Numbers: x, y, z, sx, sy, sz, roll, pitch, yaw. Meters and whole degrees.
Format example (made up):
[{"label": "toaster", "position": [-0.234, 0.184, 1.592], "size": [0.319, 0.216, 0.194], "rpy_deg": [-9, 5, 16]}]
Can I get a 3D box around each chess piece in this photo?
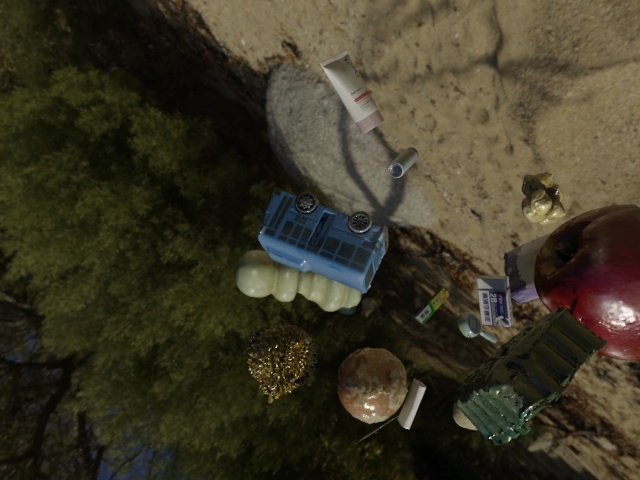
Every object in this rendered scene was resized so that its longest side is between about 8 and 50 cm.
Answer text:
[{"label": "chess piece", "position": [-0.066, 0.102, 1.267], "size": [0.330, 0.182, 0.182], "rpy_deg": [7, -167, -15]}]

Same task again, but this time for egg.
[{"label": "egg", "position": [0.135, 0.380, 1.240], "size": [0.195, 0.195, 0.233], "rpy_deg": [45, -170, 17]}]

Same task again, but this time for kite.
[{"label": "kite", "position": [0.224, 0.732, 1.816], "size": [0.012, 0.229, 0.250], "rpy_deg": [55, 157, 23]}]

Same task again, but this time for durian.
[{"label": "durian", "position": [-0.140, 0.430, 1.687], "size": [0.258, 0.258, 0.293], "rpy_deg": [-133, 28, -56]}]

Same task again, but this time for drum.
[{"label": "drum", "position": [0.729, 0.429, 2.159], "size": [0.253, 0.049, 0.130], "rpy_deg": [42, -137, -15]}]

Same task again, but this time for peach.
[{"label": "peach", "position": [0.737, 0.109, 1.138], "size": [0.416, 0.353, 0.339], "rpy_deg": [22, -133, -10]}]

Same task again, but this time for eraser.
[{"label": "eraser", "position": [0.741, 0.255, 1.988], "size": [0.124, 0.210, 0.068], "rpy_deg": [-2, -169, 41]}]

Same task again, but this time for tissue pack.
[{"label": "tissue pack", "position": [0.948, 0.105, 1.969], "size": [0.125, 0.242, 0.343], "rpy_deg": [28, 143, -21]}]

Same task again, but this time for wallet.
[{"label": "wallet", "position": [0.243, 0.435, 1.251], "size": [0.025, 0.122, 0.061], "rpy_deg": [22, 180, -12]}]

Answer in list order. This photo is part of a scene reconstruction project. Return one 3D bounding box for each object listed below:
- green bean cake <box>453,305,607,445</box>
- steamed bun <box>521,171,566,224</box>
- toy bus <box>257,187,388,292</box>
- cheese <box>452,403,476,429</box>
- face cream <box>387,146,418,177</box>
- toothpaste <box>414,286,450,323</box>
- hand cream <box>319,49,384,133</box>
[{"label": "green bean cake", "position": [0.400, 0.265, 0.919], "size": [0.132, 0.241, 0.255], "rpy_deg": [47, 159, 22]}, {"label": "steamed bun", "position": [0.838, -0.150, 1.731], "size": [0.192, 0.177, 0.106], "rpy_deg": [30, 154, -28]}, {"label": "toy bus", "position": [0.000, 0.000, 0.889], "size": [0.234, 0.134, 0.116], "rpy_deg": [21, 164, 16]}, {"label": "cheese", "position": [0.629, 0.519, 1.605], "size": [0.328, 0.351, 0.130], "rpy_deg": [77, 176, -53]}, {"label": "face cream", "position": [0.375, -0.354, 2.081], "size": [0.075, 0.075, 0.229], "rpy_deg": [45, -137, 1]}, {"label": "toothpaste", "position": [0.472, 0.274, 1.976], "size": [0.043, 0.178, 0.037], "rpy_deg": [46, 166, -1]}, {"label": "hand cream", "position": [0.104, -0.455, 1.432], "size": [0.083, 0.133, 0.248], "rpy_deg": [-16, 112, 49]}]
